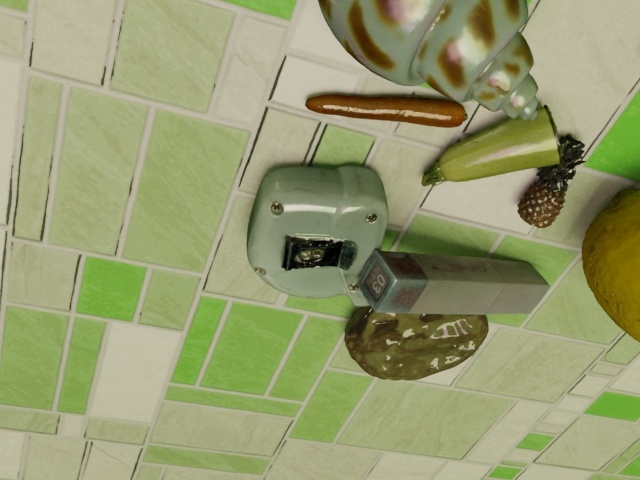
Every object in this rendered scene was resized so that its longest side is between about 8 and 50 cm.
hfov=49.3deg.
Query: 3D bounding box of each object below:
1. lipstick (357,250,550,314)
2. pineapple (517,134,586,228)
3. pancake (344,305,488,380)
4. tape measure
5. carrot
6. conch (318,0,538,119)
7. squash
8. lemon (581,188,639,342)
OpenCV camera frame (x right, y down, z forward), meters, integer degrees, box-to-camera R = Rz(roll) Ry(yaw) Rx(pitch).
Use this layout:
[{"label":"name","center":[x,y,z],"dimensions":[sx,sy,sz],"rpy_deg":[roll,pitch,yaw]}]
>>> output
[{"label":"lipstick","center":[0.240,0.077,1.211],"dimensions":[0.372,0.076,0.079],"rpy_deg":[4,126,-34]},{"label":"pineapple","center":[0.385,-0.098,1.151],"dimensions":[0.074,0.074,0.159],"rpy_deg":[9,123,-14]},{"label":"pancake","center":[0.183,0.187,1.398],"dimensions":[0.295,0.049,0.294],"rpy_deg":[-5,134,-6]},{"label":"tape measure","center":[0.001,0.000,1.158],"dimensions":[0.247,0.125,0.243],"rpy_deg":[0,132,-7]},{"label":"carrot","center":[0.100,-0.197,1.047],"dimensions":[0.248,0.043,0.043],"rpy_deg":[3,132,-7]},{"label":"conch","center":[0.129,-0.297,0.835],"dimensions":[0.368,0.197,0.249],"rpy_deg":[24,151,-11]},{"label":"squash","center":[0.263,-0.131,1.102],"dimensions":[0.224,0.094,0.094],"rpy_deg":[-19,131,20]},{"label":"lemon","center":[0.579,0.048,1.153],"dimensions":[0.258,0.310,0.258],"rpy_deg":[-20,168,-4]}]
